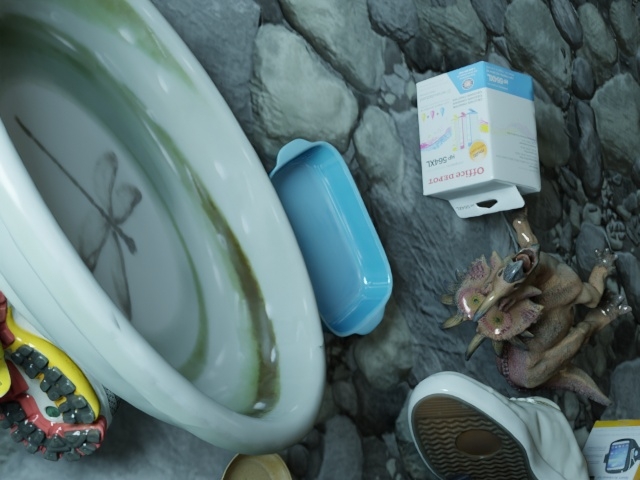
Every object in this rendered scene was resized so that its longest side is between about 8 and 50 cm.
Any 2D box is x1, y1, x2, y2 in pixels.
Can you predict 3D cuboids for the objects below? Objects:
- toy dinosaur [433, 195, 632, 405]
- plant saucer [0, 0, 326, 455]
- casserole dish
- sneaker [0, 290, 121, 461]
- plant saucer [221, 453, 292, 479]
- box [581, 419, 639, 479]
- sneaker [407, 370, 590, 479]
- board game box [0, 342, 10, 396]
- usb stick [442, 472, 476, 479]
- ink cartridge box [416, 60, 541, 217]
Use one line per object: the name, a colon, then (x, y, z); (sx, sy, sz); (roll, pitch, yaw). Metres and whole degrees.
toy dinosaur: (0.218, 0.090, 1.117); (0.200, 0.127, 0.295); (-45, 129, -32)
plant saucer: (-0.138, -0.030, 0.706); (0.400, 0.101, 0.400); (55, 16, -24)
casserole dish: (0.000, 0.000, 0.959); (0.114, 0.037, 0.188); (-38, 110, -44)
sneaker: (-0.211, 0.038, 0.709); (0.225, 0.088, 0.092); (60, 24, -17)
plant saucer: (-0.056, 0.210, 0.868); (0.083, 0.015, 0.083); (12, 73, -45)
box: (0.336, 0.262, 1.221); (0.028, 0.081, 0.136); (57, 47, -22)
sneaker: (0.182, 0.194, 1.078); (0.290, 0.106, 0.123); (44, 35, -35)
board game box: (-0.280, -0.011, 0.619); (0.124, 0.039, 0.259); (-18, 98, -6)
usb stick: (0.052, 0.274, 0.937); (0.278, 0.045, 0.077); (-9, 115, -47)
ink cartridge box: (0.167, -0.101, 1.116); (0.090, 0.092, 0.143); (8, 75, -45)
